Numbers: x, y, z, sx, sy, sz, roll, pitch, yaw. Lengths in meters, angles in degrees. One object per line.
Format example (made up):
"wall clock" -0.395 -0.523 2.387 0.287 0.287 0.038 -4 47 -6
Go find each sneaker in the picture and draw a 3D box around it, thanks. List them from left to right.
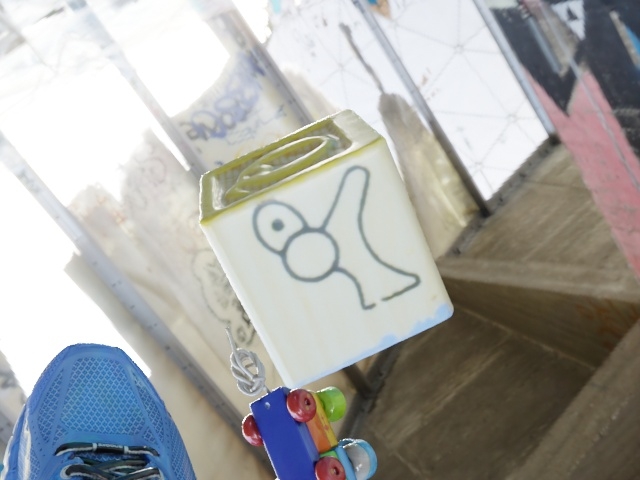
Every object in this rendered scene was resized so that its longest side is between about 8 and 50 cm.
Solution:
"sneaker" -0.093 0.168 0.394 0.330 0.130 0.147 60 -43 44

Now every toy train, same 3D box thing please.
"toy train" -0.023 0.214 0.964 0.105 0.248 0.143 -35 161 32

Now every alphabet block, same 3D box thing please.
"alphabet block" 0.000 0.000 0.781 0.192 0.197 0.193 -25 -160 -2
